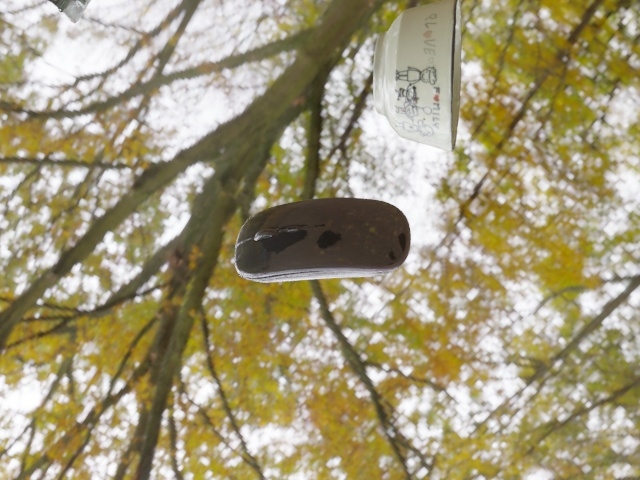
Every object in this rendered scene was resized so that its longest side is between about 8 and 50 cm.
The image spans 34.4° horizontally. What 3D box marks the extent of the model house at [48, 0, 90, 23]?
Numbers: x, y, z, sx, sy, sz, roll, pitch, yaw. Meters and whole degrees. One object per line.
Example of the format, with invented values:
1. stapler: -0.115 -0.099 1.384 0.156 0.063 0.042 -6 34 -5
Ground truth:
1. model house: -0.334 -0.412 1.252 0.215 0.224 0.198 29 177 24

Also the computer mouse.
1. computer mouse: 0.000 -0.001 1.334 0.232 0.057 0.120 -3 -130 12

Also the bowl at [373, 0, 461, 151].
1. bowl: 0.153 -0.257 1.598 0.126 0.237 0.237 3 -148 12
